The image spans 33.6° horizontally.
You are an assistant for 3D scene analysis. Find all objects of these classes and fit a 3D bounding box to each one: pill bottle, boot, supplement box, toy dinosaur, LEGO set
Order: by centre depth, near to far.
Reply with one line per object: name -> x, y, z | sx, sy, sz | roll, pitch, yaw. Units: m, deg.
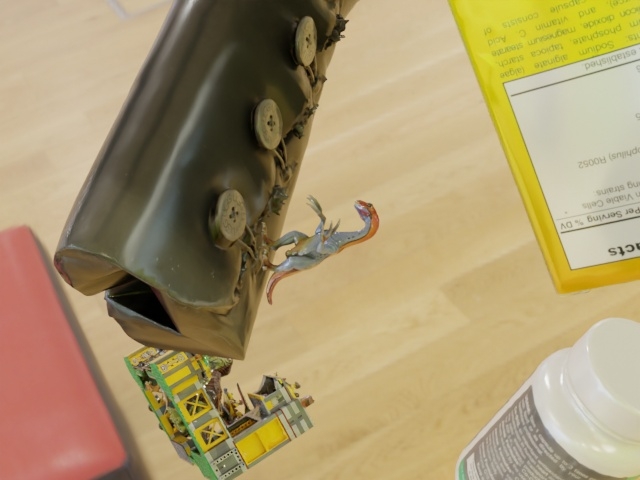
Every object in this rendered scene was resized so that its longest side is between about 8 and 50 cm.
toy dinosaur -> 0.000, 0.000, 0.742 | 0.082, 0.090, 0.047 | -3, 51, -1
supplement box -> 0.234, -0.167, 0.805 | 0.194, 0.356, 0.195 | -12, 20, 32
boot -> -0.101, -0.170, 0.811 | 0.146, 0.367, 0.445 | 9, 67, 37
pill bottle -> 0.361, 0.284, 1.529 | 0.204, 0.361, 0.204 | 15, 44, -16
LEGO set -> -0.147, 0.219, 1.604 | 0.192, 0.255, 0.331 | -30, -1, -20
